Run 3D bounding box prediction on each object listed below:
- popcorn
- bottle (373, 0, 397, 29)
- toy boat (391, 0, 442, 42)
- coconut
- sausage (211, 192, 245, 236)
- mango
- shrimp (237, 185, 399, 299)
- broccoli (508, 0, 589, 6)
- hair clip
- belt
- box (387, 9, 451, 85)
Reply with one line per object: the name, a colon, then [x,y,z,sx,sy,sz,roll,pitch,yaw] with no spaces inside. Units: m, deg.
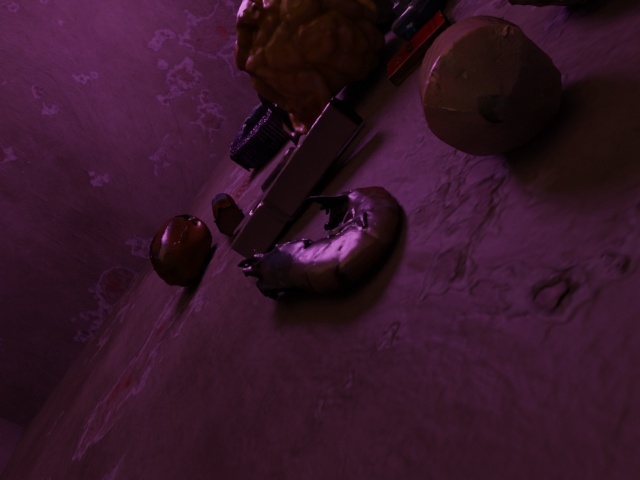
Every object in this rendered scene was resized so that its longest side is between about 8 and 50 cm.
popcorn: [-0.033,-0.407,1.086,0.349,0.349,0.381,-101,25,-64]
bottle: [0.095,-0.610,1.289,0.168,0.168,0.347,-58,24,-11]
toy boat: [0.183,-0.482,0.941,0.088,0.102,0.215,-29,28,54]
coconut: [0.147,-0.137,0.433,0.116,0.116,0.122,-44,22,26]
sausage: [-0.266,-0.087,1.344,0.082,0.082,0.371,-53,19,1]
mango: [-0.370,0.028,1.296,0.156,0.151,0.248,-12,33,-3]
shrimp: [-0.005,-0.006,0.635,0.178,0.075,0.289,-54,17,-27]
broccoli: [0.231,-0.372,0.445,0.347,0.294,0.280,-76,-13,-64]
hair clip: [-0.050,-0.110,0.879,0.330,0.085,0.101,-50,18,15]
belt: [-0.161,-0.372,1.523,0.325,0.122,0.260,-42,27,27]
box: [0.174,-0.343,0.860,0.133,0.023,0.090,-41,21,31]
